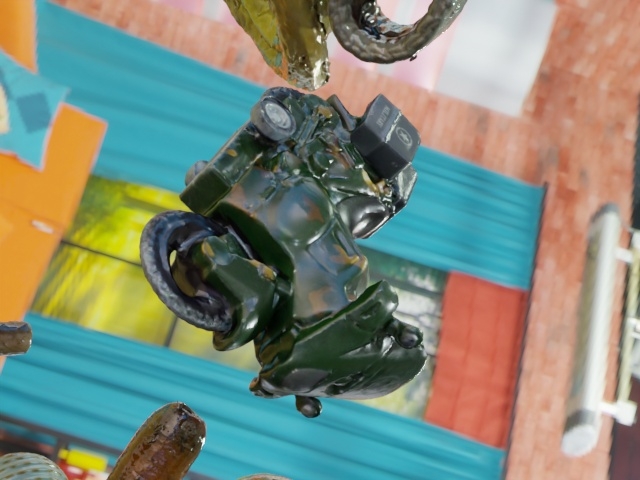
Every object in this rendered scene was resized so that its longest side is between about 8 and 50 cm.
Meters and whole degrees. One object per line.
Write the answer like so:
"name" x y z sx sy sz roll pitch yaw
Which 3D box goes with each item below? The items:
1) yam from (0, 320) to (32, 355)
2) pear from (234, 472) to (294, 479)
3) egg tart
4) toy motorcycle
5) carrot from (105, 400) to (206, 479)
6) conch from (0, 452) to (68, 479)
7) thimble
"yam" -0.469 0.120 1.290 0.057 0.241 0.056 -3 -94 50
"pear" -0.067 0.398 1.373 0.197 0.197 0.197 -163 -90 -87
"egg tart" -0.054 -0.319 1.021 0.132 0.345 0.345 -30 180 -4
"toy motorcycle" 0.000 0.000 0.680 0.125 0.187 0.274 -39 -167 35
"carrot" -0.170 0.226 0.943 0.186 0.060 0.060 -53 180 -7
"conch" -0.312 0.276 1.036 0.135 0.102 0.153 -47 -169 4
"thimble" 0.070 -0.212 0.911 0.090 0.115 0.102 -46 119 -57
